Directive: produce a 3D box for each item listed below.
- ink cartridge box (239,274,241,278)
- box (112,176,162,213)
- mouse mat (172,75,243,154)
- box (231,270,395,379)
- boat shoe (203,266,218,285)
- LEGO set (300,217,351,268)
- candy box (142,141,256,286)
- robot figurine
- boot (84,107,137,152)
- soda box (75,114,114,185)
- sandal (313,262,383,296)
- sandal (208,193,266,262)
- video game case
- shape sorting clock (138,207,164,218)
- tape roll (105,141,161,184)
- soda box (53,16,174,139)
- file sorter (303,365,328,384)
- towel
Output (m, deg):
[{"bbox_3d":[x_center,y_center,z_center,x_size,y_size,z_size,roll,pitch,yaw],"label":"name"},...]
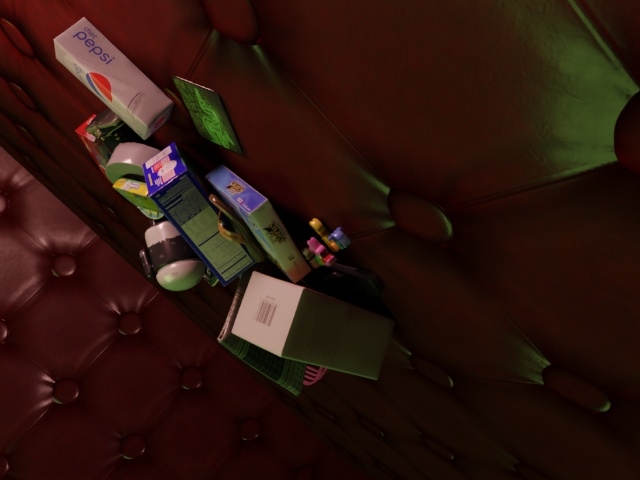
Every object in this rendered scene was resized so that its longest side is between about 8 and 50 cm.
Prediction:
[{"bbox_3d":[-0.195,0.146,1.959,0.206,0.045,0.208,18,151,40],"label":"ink cartridge box"},{"bbox_3d":[-0.492,-0.124,1.644,0.179,0.043,0.105,18,160,35],"label":"box"},{"bbox_3d":[-0.254,-0.282,1.321,0.152,0.007,0.190,26,154,30],"label":"mouse mat"},{"bbox_3d":[-0.011,0.220,1.482,0.345,0.168,0.215,25,172,-41],"label":"box"},{"bbox_3d":[-0.421,0.129,2.244,0.065,0.075,0.206,42,162,-13],"label":"boat shoe"},{"bbox_3d":[0.000,0.000,1.338,0.093,0.087,0.227,47,169,-4],"label":"LEGO set"},{"bbox_3d":[-0.321,-0.073,1.540,0.317,0.122,0.268,57,177,-31],"label":"candy box"},{"bbox_3d":[-0.492,0.033,1.968,0.209,0.173,0.278,-33,71,45],"label":"robot figurine"},{"bbox_3d":[-0.570,-0.298,1.694,0.236,0.085,0.178,2,143,51],"label":"boot"},{"bbox_3d":[-0.685,-0.278,1.894,0.092,0.083,0.263,29,154,22],"label":"soda box"},{"bbox_3d":[0.053,0.105,1.486,0.097,0.054,0.254,50,155,-22],"label":"sandal"},{"bbox_3d":[-0.210,-0.019,1.418,0.090,0.060,0.219,37,162,51],"label":"sandal"},{"bbox_3d":[-0.157,-0.044,1.448,0.269,0.061,0.244,38,164,50],"label":"video game case"},{"bbox_3d":[-0.566,-0.166,1.887,0.206,0.040,0.206,23,125,37],"label":"shape sorting clock"},{"bbox_3d":[-0.507,-0.191,1.695,0.219,0.072,0.219,12,154,6],"label":"tape roll"},{"bbox_3d":[-0.490,-0.381,1.386,0.286,0.098,0.091,44,157,-8],"label":"soda box"},{"bbox_3d":[-0.055,0.340,1.870,0.202,0.182,0.291,25,156,1],"label":"file sorter"},{"bbox_3d":[-0.131,0.214,1.604,0.056,0.324,0.312,-20,131,38],"label":"towel"}]
